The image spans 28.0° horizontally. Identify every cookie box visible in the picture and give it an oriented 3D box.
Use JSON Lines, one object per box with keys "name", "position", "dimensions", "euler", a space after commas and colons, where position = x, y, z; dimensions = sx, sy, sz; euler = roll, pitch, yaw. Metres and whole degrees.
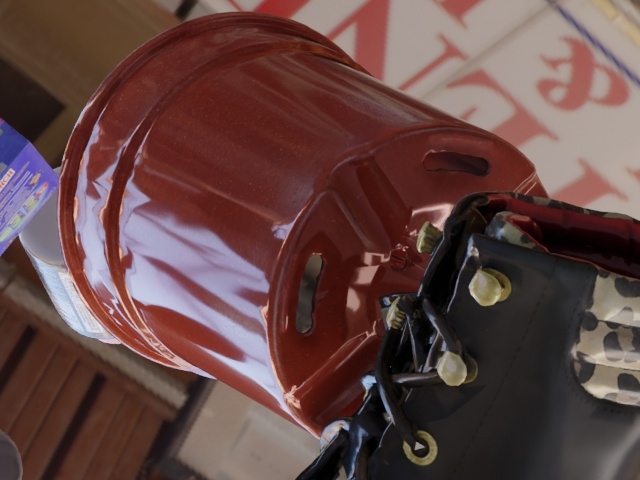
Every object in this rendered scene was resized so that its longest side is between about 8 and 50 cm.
{"name": "cookie box", "position": [-0.277, -0.044, 1.105], "dimensions": [0.040, 0.107, 0.092], "euler": [36, -101, 12]}

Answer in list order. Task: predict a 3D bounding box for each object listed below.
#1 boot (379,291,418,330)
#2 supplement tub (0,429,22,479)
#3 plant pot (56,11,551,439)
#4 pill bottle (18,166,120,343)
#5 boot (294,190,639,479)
{"name": "boot", "position": [0.110, 0.129, 0.678], "dimensions": [0.246, 0.083, 0.161], "euler": [34, -121, -42]}
{"name": "supplement tub", "position": [-0.342, 0.216, 1.106], "dimensions": [0.106, 0.198, 0.106], "euler": [25, -127, -39]}
{"name": "plant pot", "position": [0.000, 0.000, 0.831], "dimensions": [0.273, 0.265, 0.272], "euler": [-8, -72, -27]}
{"name": "pill bottle", "position": [-0.251, 0.028, 1.451], "dimensions": [0.131, 0.245, 0.130], "euler": [-2, -119, 3]}
{"name": "boot", "position": [0.002, 0.069, 0.361], "dimensions": [0.237, 0.178, 0.085], "euler": [8, -158, -22]}
